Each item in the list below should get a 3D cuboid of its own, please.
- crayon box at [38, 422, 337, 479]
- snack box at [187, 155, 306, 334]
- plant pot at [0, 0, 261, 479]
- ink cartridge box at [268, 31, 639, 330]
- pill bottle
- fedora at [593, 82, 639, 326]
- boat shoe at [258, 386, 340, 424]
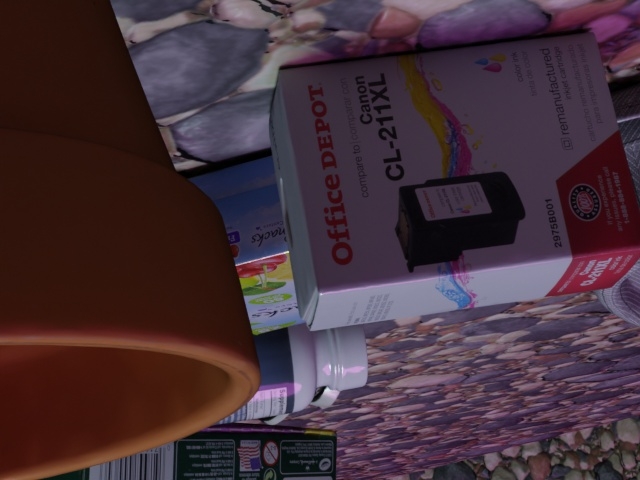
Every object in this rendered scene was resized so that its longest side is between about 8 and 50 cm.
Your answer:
[{"bbox_3d":[-0.214,0.234,1.427,0.313,0.106,0.363,-4,171,38],"label":"crayon box"},{"bbox_3d":[0.000,0.000,0.922,0.174,0.070,0.207,-14,166,13],"label":"snack box"},{"bbox_3d":[-0.178,-0.025,0.468,0.290,0.204,0.291,-9,165,-2],"label":"plant pot"},{"bbox_3d":[0.068,-0.031,0.744,0.175,0.128,0.072,-8,163,-8],"label":"ink cartridge box"},{"bbox_3d":[-0.057,0.092,1.144,0.180,0.108,0.108,-8,164,-10],"label":"pill bottle"},{"bbox_3d":[0.254,-0.016,0.924,0.243,0.124,0.275,-16,163,23],"label":"fedora"},{"bbox_3d":[-0.045,0.126,1.338,0.068,0.081,0.227,20,161,-17],"label":"boat shoe"}]
